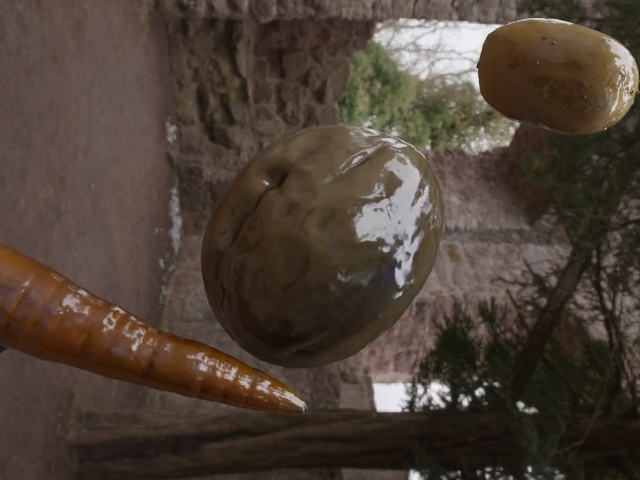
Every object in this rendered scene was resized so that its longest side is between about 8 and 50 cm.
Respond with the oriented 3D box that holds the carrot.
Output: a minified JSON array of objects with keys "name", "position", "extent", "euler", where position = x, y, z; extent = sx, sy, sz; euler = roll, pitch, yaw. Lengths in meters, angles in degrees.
[{"name":"carrot","position":[-0.107,0.051,0.316],"extent":[0.048,0.216,0.048],"euler":[-156,-90,-84]}]

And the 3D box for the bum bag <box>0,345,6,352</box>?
[{"name":"bum bag","position":[-0.275,0.074,0.524],"extent":[0.124,0.034,0.057],"euler":[-37,130,-38]}]

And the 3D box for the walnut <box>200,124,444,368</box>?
[{"name":"walnut","position":[0.001,0.001,0.380],"extent":[0.162,0.140,0.140],"euler":[-57,-174,0]}]

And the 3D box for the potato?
[{"name":"potato","position":[0.266,-0.185,0.695],"extent":[0.109,0.178,0.118],"euler":[10,105,-64]}]
